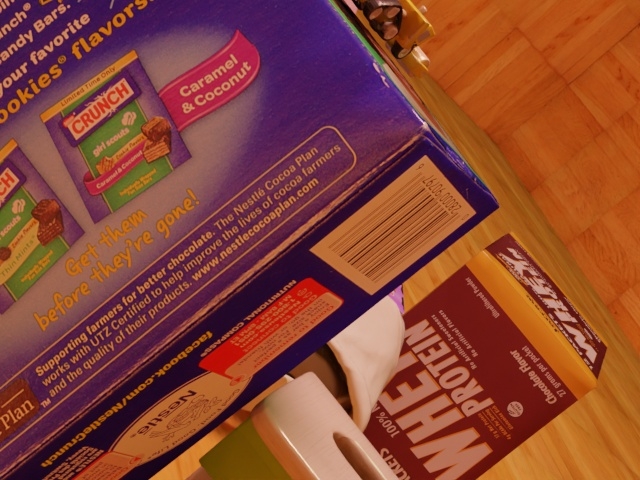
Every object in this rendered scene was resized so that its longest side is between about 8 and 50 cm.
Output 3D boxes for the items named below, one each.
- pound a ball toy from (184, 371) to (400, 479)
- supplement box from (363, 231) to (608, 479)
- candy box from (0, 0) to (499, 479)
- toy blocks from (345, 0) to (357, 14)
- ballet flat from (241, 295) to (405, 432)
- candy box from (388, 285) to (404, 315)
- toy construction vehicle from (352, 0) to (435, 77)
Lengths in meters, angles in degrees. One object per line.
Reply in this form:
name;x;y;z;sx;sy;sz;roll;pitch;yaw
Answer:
pound a ball toy;0.073;0.203;0.657;0.319;0.208;0.136;50;13;7
supplement box;0.111;0.106;1.083;0.129;0.191;0.194;51;14;6
candy box;-0.121;-0.064;0.642;0.317;0.268;0.122;55;8;24
toy blocks;-0.015;-0.244;1.508;0.288;0.260;0.309;35;19;-47
ballet flat;-0.095;0.006;0.867;0.400;0.139;0.139;39;16;-27
candy box;0.000;0.000;1.289;0.165;0.070;0.196;46;14;-11
toy construction vehicle;0.027;-0.122;0.629;0.086;0.035;0.098;55;7;25
